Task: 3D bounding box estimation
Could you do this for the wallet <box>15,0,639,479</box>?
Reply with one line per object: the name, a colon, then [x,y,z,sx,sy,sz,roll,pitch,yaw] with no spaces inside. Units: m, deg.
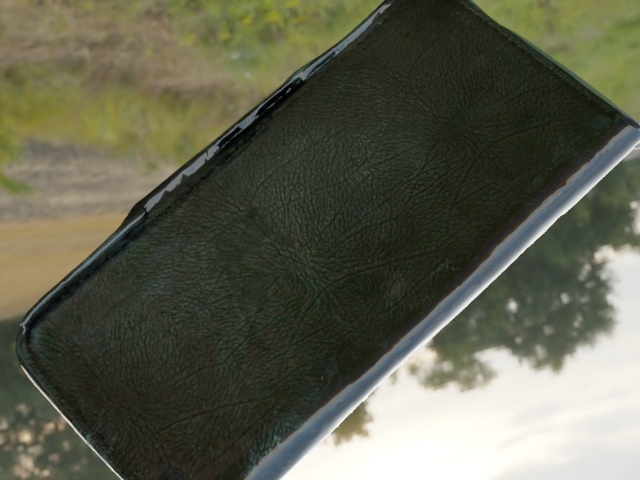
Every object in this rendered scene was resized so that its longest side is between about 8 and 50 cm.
wallet: [0.000,0.000,0.728,0.318,0.172,0.045,-43,156,-11]
